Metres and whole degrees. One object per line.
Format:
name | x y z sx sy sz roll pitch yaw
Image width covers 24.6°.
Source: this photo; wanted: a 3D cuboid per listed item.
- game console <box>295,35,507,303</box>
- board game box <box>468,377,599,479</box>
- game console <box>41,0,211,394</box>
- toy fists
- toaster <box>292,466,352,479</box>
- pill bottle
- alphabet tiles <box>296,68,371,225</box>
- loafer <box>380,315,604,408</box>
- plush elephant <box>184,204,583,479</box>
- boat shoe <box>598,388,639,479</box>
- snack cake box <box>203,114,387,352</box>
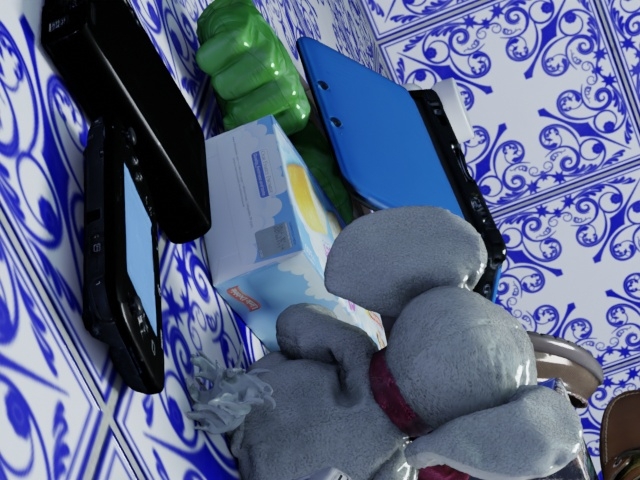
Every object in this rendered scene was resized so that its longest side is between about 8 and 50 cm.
game console | 0.070 -0.039 1.531 0.293 0.173 0.250 -106 -163 -50
board game box | 0.174 0.314 1.436 0.141 0.232 0.291 -22 91 -79
game console | -0.131 -0.038 1.043 0.361 0.044 0.213 -99 165 -47
toy fists | -0.047 -0.112 1.489 0.279 0.096 0.142 65 -4 -34
toaster | -0.018 0.231 0.885 0.146 0.129 0.227 66 12 1
pill bottle | 0.096 -0.143 1.988 0.117 0.208 0.118 -20 90 -80
alphabet tiles | 0.009 -0.086 1.701 0.342 0.011 0.285 -121 -173 -52
loafer | 0.163 0.158 1.682 0.134 0.365 0.130 -3 -104 62
plush elephant | 0.069 0.130 1.159 0.330 0.255 0.272 53 19 -58
boat shoe | 0.323 0.238 1.390 0.307 0.110 0.104 -95 163 -52
snack cake box | -0.023 0.024 1.366 0.264 0.089 0.152 54 17 -56
